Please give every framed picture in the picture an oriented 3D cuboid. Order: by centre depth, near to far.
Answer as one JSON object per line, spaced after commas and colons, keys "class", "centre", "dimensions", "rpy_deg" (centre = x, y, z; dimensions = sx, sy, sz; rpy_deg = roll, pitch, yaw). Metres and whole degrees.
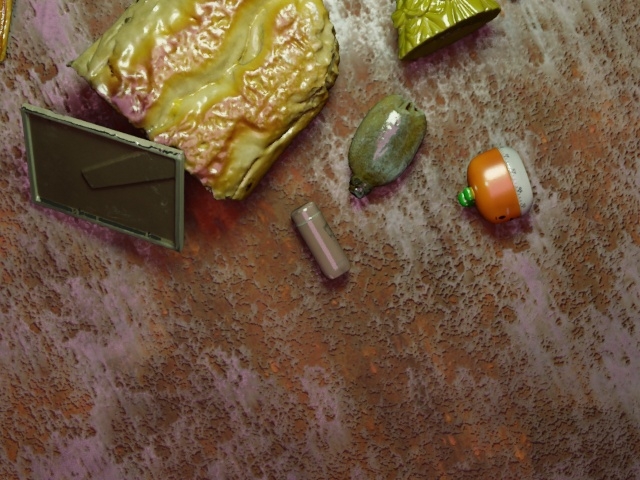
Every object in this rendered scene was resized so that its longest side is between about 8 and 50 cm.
{"class": "framed picture", "centre": [-0.361, -0.102, 1.692], "dimensions": [0.289, 0.016, 0.213], "rpy_deg": [17, 133, 11]}

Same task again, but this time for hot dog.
{"class": "hot dog", "centre": [-0.159, -0.306, 1.689], "dimensions": [0.367, 0.196, 0.365], "rpy_deg": [41, 96, -12]}
{"class": "hot dog", "centre": [-0.565, -0.379, 1.732], "dimensions": [0.071, 0.045, 0.165], "rpy_deg": [7, 96, -5]}

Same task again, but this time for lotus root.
{"class": "lotus root", "centre": [0.108, -0.159, 1.765], "dimensions": [0.113, 0.088, 0.192], "rpy_deg": [31, 95, -12]}

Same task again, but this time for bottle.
{"class": "bottle", "centre": [0.000, 0.000, 1.795], "dimensions": [0.053, 0.053, 0.140], "rpy_deg": [-31, 97, 1]}

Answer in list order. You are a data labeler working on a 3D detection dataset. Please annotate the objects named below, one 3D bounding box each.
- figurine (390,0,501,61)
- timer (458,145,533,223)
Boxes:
{"class": "figurine", "centre": [0.151, -0.485, 1.714], "dimensions": [0.187, 0.168, 0.315], "rpy_deg": [-27, 88, 12]}
{"class": "timer", "centre": [0.301, -0.091, 1.773], "dimensions": [0.136, 0.099, 0.136], "rpy_deg": [0, 84, -3]}
